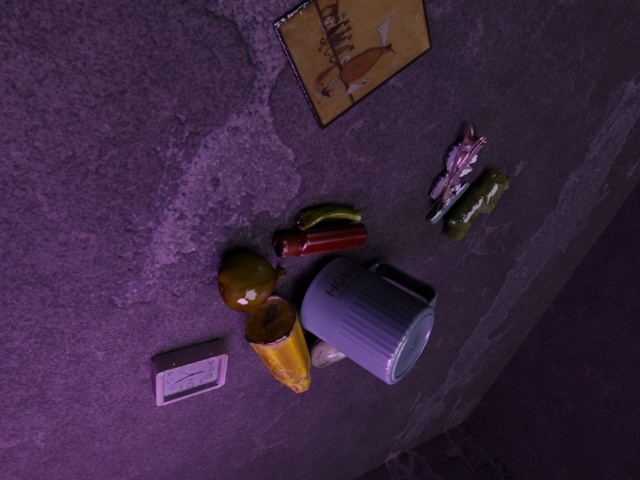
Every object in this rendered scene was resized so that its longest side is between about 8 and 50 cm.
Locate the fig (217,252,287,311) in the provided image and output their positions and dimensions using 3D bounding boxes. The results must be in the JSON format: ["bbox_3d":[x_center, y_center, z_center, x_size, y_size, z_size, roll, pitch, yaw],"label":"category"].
[{"bbox_3d":[-0.163,0.107,1.016,0.186,0.142,0.148,-2,153,-21],"label":"fig"}]

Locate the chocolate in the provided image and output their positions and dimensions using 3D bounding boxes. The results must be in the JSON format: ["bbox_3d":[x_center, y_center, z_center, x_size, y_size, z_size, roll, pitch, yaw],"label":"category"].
[{"bbox_3d":[-0.107,0.364,1.262,0.162,0.162,0.446,-29,138,-15],"label":"chocolate"}]

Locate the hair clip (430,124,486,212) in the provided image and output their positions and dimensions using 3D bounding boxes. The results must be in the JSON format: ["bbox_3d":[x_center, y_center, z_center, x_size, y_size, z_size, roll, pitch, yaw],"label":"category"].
[{"bbox_3d":[0.423,-0.212,1.249,0.106,0.085,0.292,-4,131,-29],"label":"hair clip"}]

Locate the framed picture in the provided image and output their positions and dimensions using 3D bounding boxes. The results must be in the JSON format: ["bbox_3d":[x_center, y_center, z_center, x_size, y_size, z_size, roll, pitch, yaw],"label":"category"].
[{"bbox_3d":[0.088,-0.430,0.858,0.338,0.014,0.255,-37,138,-6],"label":"framed picture"}]

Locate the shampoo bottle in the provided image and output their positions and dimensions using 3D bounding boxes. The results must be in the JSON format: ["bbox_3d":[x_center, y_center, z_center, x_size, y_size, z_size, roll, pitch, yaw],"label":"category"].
[{"bbox_3d":[0.000,0.000,1.100,0.259,0.065,0.102,-7,160,-33],"label":"shampoo bottle"}]

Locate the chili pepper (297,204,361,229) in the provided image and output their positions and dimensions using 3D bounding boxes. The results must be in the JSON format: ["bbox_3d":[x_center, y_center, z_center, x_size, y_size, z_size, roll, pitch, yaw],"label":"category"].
[{"bbox_3d":[0.026,-0.068,1.083,0.201,0.052,0.050,-7,127,-33],"label":"chili pepper"}]

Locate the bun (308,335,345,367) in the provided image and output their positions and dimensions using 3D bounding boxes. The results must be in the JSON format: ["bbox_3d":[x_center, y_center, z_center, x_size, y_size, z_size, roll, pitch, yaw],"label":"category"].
[{"bbox_3d":[0.048,0.353,1.383,0.221,0.109,0.221,-26,166,-7],"label":"bun"}]

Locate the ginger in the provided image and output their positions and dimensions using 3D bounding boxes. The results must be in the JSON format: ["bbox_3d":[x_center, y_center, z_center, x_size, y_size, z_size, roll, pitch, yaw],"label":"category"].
[{"bbox_3d":[0.548,-0.121,1.414,0.290,0.089,0.137,-49,146,5],"label":"ginger"}]

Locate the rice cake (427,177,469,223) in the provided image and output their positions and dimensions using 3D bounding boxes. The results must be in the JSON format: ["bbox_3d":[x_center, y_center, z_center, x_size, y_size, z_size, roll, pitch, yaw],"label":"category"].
[{"bbox_3d":[0.425,-0.132,1.350,0.180,0.030,0.042,-49,131,5],"label":"rice cake"}]

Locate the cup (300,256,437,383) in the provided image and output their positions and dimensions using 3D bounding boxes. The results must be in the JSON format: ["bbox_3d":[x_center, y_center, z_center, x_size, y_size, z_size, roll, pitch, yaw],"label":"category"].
[{"bbox_3d":[0.160,0.227,1.202,0.331,0.311,0.257,-5,118,-53],"label":"cup"}]

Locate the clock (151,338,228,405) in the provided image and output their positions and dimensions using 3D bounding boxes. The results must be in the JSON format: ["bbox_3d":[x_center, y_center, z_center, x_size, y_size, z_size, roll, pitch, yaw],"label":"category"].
[{"bbox_3d":[-0.368,0.370,1.139,0.196,0.063,0.150,-8,129,-32],"label":"clock"}]
